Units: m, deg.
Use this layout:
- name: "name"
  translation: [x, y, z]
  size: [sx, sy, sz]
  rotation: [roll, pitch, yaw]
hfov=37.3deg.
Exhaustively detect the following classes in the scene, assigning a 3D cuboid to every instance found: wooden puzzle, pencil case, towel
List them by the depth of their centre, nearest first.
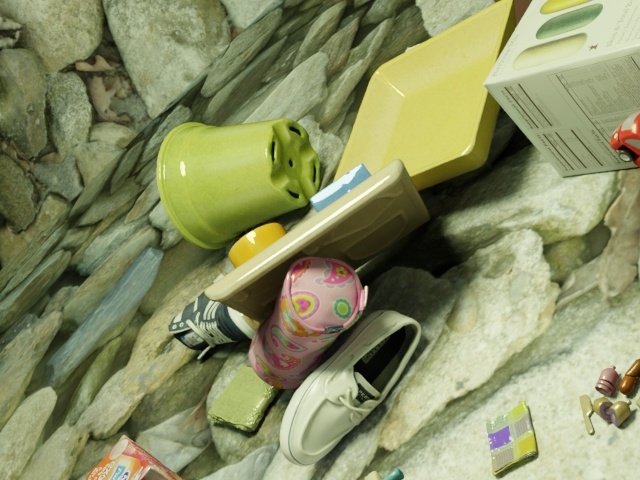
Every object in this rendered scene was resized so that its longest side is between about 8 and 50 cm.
- name: "towel"
  translation: [0.217, 0.226, 1.082]
  size: [0.060, 0.009, 0.083]
  rotation: [-35, 27, 26]
- name: "pencil case"
  translation: [-0.022, 0.124, 1.368]
  size: [0.124, 0.124, 0.284]
  rotation: [-62, 2, -30]
- name: "wooden puzzle"
  translation: [0.000, 0.000, 1.416]
  size: [0.322, 0.080, 0.348]
  rotation: [-34, -14, 4]
- name: "towel"
  translation: [-0.122, 0.258, 1.548]
  size: [0.148, 0.027, 0.110]
  rotation: [-3, 48, 58]

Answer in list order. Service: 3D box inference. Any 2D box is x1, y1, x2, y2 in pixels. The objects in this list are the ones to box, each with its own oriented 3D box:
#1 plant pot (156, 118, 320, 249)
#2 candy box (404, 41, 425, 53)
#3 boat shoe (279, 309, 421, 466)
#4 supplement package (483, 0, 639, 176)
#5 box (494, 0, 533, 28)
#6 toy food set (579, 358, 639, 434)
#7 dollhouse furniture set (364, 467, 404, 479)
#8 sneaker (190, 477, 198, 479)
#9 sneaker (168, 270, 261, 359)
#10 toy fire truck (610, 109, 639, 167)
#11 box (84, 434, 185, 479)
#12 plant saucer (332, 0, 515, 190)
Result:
- name: "plant pot"
  translation: [-0.150, -0.137, 1.948]
  size: [0.254, 0.276, 0.276]
  rotation: [-12, 40, 34]
- name: "candy box"
  translation: [0.211, -0.312, 1.825]
  size: [0.196, 0.070, 0.165]
  rotation: [-3, 49, 55]
- name: "boat shoe"
  translation: [0.042, 0.200, 1.296]
  size: [0.258, 0.095, 0.084]
  rotation: [-55, 22, -15]
- name: "supplement package"
  translation: [0.402, -0.232, 1.251]
  size: [0.263, 0.198, 0.199]
  rotation: [-5, 48, 56]
- name: "box"
  translation: [0.416, -0.497, 1.665]
  size: [0.167, 0.168, 0.203]
  rotation: [-1, 51, 56]
- name: "toy food set"
  translation: [0.327, 0.155, 1.003]
  size: [0.122, 0.019, 0.078]
  rotation: [-34, 27, 25]
- name: "dollhouse furniture set"
  translation: [0.067, 0.334, 0.807]
  size: [0.198, 0.303, 0.286]
  rotation: [-41, 25, 10]
- name: "sneaker"
  translation: [-0.231, 0.439, 1.417]
  size: [0.089, 0.051, 0.170]
  rotation: [-28, 27, 44]
- name: "sneaker"
  translation: [-0.188, 0.157, 1.713]
  size: [0.153, 0.099, 0.282]
  rotation: [-42, 18, -2]
- name: "toy fire truck"
  translation: [0.434, -0.091, 1.064]
  size: [0.047, 0.192, 0.135]
  rotation: [-53, -3, -17]
- name: "box"
  translation: [-0.179, 0.376, 1.184]
  size: [0.122, 0.257, 0.128]
  rotation: [-51, 25, -13]
- name: "plant saucer"
  translation: [0.182, -0.200, 1.559]
  size: [0.333, 0.081, 0.332]
  rotation: [-20, 41, 48]
